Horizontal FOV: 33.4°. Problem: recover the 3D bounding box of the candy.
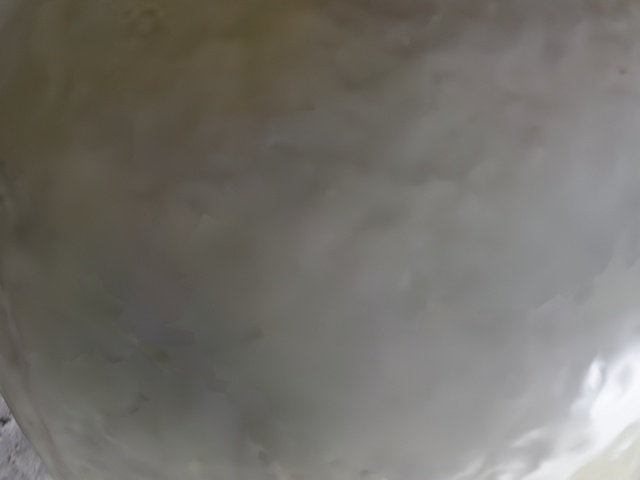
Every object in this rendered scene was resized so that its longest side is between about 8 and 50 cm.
[{"bbox_3d":[0.000,0.000,0.528,0.427,0.186,0.386,-8,101,22],"label":"candy"}]
